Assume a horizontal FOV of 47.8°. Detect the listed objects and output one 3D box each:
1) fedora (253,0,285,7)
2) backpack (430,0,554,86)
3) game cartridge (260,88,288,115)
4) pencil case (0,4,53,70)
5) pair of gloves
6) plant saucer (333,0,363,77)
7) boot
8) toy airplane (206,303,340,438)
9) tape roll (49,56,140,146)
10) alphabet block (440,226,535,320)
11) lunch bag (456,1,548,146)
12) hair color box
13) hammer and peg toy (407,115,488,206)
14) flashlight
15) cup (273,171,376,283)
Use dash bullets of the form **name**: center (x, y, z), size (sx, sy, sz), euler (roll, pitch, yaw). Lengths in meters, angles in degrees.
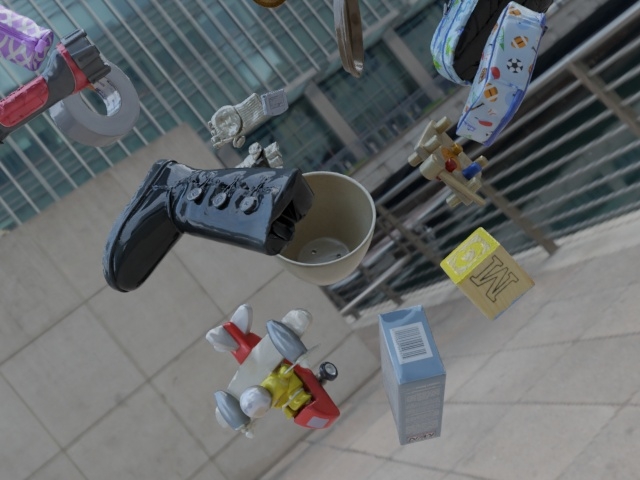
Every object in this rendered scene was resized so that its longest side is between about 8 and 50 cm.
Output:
- **fedora**: center (-0.168, -0.877, 2.412), size (0.194, 0.194, 0.079), euler (-39, 26, -16)
- **backpack**: center (0.502, -0.645, 2.227), size (0.273, 0.290, 0.356), euler (21, 91, 55)
- **game cartridge**: center (-0.110, -0.328, 1.732), size (0.017, 0.056, 0.083), euler (-3, 17, 38)
- **pencil case**: center (-0.558, -0.366, 1.218), size (0.086, 0.206, 0.088), euler (-69, 14, -13)
- **pair of gloves**: center (-0.208, -0.260, 1.979), size (0.204, 0.240, 0.042), euler (-18, 7, 33)
- **plant saucer**: center (0.077, -0.582, 1.965), size (0.041, 0.278, 0.278), euler (-3, 9, 12)
- **boot**: center (-0.269, -0.015, 1.698), size (0.146, 0.445, 0.367), euler (44, -118, -56)
- **toy airplane**: center (-0.161, 0.369, 1.994), size (0.384, 0.386, 0.272), euler (-4, 24, 21)
- **tape roll**: center (-0.562, -0.345, 1.792), size (0.072, 0.219, 0.219), euler (-25, 9, 41)
- **alphabet block**: center (0.543, 0.109, 2.370), size (0.193, 0.197, 0.192), euler (-44, 20, 7)
- **lunch bag**: center (0.417, -0.382, 1.675), size (0.243, 0.114, 0.304), euler (102, -169, -72)
- **hair color box**: center (0.220, 0.337, 1.760), size (0.113, 0.185, 0.375), euler (-12, -36, -3)
- **hammer and peg toy**: center (0.404, -0.225, 2.299), size (0.127, 0.266, 0.361), euler (-40, 10, 33)
- **flashlight**: center (-0.539, -0.271, 1.337), size (0.304, 0.103, 0.103), euler (-35, 25, -6)
- **cup**: center (0.000, 0.000, 2.111), size (0.331, 0.331, 0.237), euler (-39, -31, -20)
